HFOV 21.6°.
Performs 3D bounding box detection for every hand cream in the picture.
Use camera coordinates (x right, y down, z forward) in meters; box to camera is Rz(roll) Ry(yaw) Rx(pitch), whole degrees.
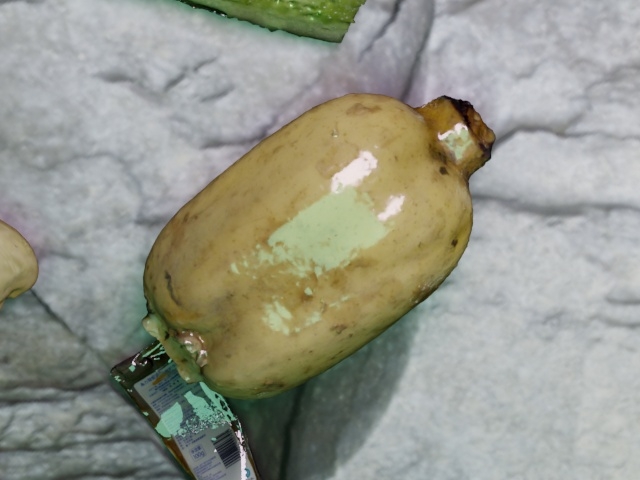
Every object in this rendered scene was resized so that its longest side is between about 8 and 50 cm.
[{"bbox_3d":[-0.091,0.148,1.276,0.062,0.039,0.163,-31,98,10],"label":"hand cream"}]

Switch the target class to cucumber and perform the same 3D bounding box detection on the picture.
[{"bbox_3d":[-0.068,-0.202,1.167,0.211,0.062,0.078,13,141,-10],"label":"cucumber"}]

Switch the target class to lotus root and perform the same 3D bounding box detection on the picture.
[{"bbox_3d":[0.000,0.000,1.176,0.284,0.146,0.160,-37,120,7],"label":"lotus root"}]

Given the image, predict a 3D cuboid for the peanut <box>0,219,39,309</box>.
[{"bbox_3d":[-0.325,0.065,1.215,0.263,0.101,0.117,-24,124,6],"label":"peanut"}]
